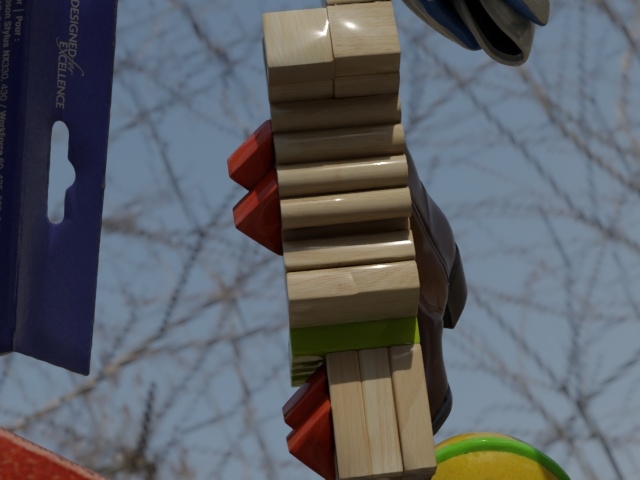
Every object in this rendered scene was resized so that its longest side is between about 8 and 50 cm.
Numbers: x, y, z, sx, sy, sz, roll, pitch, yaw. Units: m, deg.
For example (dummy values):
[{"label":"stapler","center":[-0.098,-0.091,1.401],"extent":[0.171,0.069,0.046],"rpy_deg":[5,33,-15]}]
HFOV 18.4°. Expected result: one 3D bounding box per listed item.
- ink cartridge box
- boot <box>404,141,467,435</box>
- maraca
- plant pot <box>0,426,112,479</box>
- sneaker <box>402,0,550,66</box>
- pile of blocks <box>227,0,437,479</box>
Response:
[{"label":"ink cartridge box","center":[-0.301,-0.070,1.451],"extent":[0.072,0.307,0.304],"rpy_deg":[-24,-55,-56]},{"label":"boot","center":[0.039,-0.001,1.561],"extent":[0.096,0.264,0.280],"rpy_deg":[-1,-52,27]},{"label":"maraca","center":[0.127,0.206,1.393],"extent":[0.127,0.099,0.186],"rpy_deg":[-24,-56,16]},{"label":"plant pot","center":[-0.163,0.151,0.404],"extent":[0.267,0.236,0.267],"rpy_deg":[30,-23,-24]},{"label":"sneaker","center":[0.161,-0.227,1.653],"extent":[0.130,0.236,0.322],"rpy_deg":[-26,-33,34]},{"label":"pile of blocks","center":[0.000,0.000,1.281],"extent":[0.112,0.362,0.149],"rpy_deg":[-5,5,-4]}]
